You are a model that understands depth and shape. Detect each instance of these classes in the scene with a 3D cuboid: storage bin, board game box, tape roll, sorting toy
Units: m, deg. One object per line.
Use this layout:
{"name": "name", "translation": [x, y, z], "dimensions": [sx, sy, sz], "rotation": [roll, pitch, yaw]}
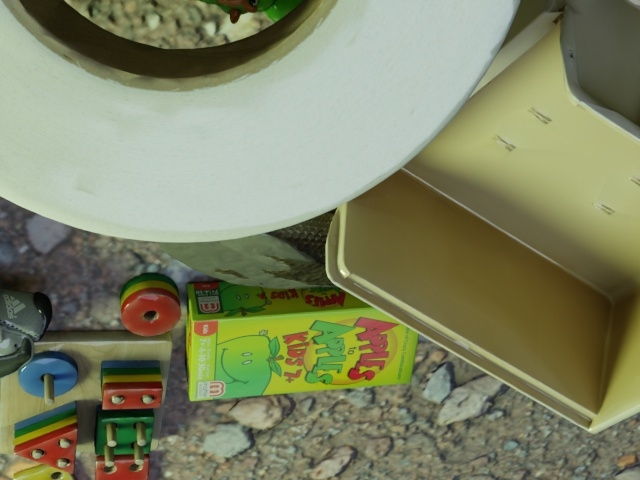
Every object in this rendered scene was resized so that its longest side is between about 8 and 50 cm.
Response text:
{"name": "storage bin", "translation": [0.175, -0.019, 0.934], "dimensions": [0.260, 0.123, 0.262], "rotation": [30, 142, -17]}
{"name": "board game box", "translation": [-0.015, 0.075, 1.114], "dimensions": [0.181, 0.043, 0.092], "rotation": [-3, 132, -11]}
{"name": "tape roll", "translation": [-0.081, -0.188, 0.743], "dimensions": [0.392, 0.072, 0.392], "rotation": [0, 112, 1]}
{"name": "sorting toy", "translation": [-0.190, 0.142, 1.131], "dimensions": [0.132, 0.046, 0.274], "rotation": [1, 132, -14]}

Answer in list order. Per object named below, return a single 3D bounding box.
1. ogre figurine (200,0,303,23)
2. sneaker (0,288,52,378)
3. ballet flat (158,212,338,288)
{"name": "ogre figurine", "translation": [-0.041, -0.192, 0.836], "dimensions": [0.197, 0.097, 0.118], "rotation": [4, 115, -41]}
{"name": "sneaker", "translation": [-0.257, 0.032, 0.998], "dimensions": [0.132, 0.086, 0.228], "rotation": [-3, 141, -17]}
{"name": "ballet flat", "translation": [0.000, 0.000, 1.049], "dimensions": [0.250, 0.058, 0.084], "rotation": [9, 151, -14]}
